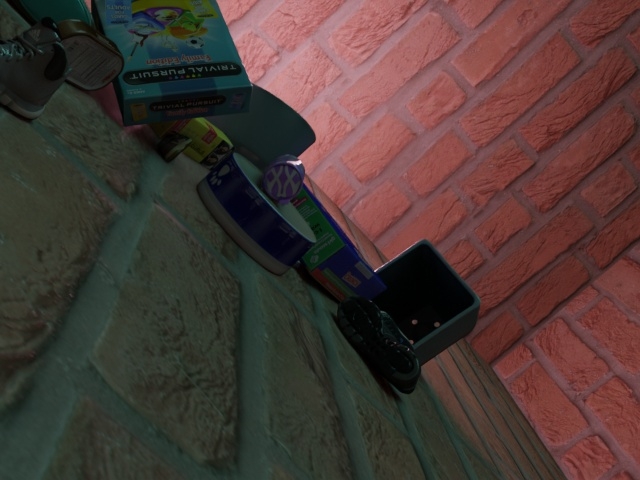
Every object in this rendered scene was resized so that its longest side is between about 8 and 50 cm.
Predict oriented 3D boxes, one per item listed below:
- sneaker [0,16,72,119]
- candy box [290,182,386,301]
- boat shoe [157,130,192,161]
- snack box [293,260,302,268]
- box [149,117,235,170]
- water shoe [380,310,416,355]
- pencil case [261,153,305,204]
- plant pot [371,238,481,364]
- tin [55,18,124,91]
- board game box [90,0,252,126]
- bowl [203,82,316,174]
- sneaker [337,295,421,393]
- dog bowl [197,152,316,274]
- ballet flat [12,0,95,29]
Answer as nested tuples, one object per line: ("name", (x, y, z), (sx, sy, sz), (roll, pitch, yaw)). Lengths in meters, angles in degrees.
("sneaker", (-0.408, -0.252, 1.034), (0.086, 0.132, 0.229), (51, 8, 22))
("candy box", (0.000, 0.000, 2.037), (0.317, 0.122, 0.268), (52, 3, 37))
("boat shoe", (-0.304, -0.205, 1.675), (0.049, 0.056, 0.152), (51, 7, -13))
("snack box", (-0.106, -0.007, 1.905), (0.178, 0.022, 0.064), (53, 7, 36))
("box", (-0.288, -0.240, 1.833), (0.058, 0.087, 0.232), (52, 7, 26))
("water shoe", (0.161, 0.244, 1.913), (0.080, 0.073, 0.203), (6, -50, 53))
("pencil case", (-0.073, -0.133, 1.710), (0.206, 0.086, 0.088), (-81, 163, -78))
("plant pot", (0.266, 0.202, 2.164), (0.248, 0.247, 0.252), (52, -9, 33))
("tin", (-0.425, -0.326, 1.436), (0.040, 0.106, 0.190), (58, 11, 17))
("board game box", (-0.310, -0.392, 1.645), (0.079, 0.254, 0.336), (107, -34, -51))
("bowl", (-0.185, -0.269, 2.058), (0.311, 0.163, 0.311), (29, -10, 5))
("sneaker", (0.123, 0.235, 1.784), (0.267, 0.101, 0.106), (52, -13, 35))
("dog bowl", (-0.132, -0.058, 1.705), (0.265, 0.104, 0.265), (46, 7, -8))
("ballet flat", (-0.585, -0.510, 1.560), (0.342, 0.116, 0.124), (40, -9, -25))
